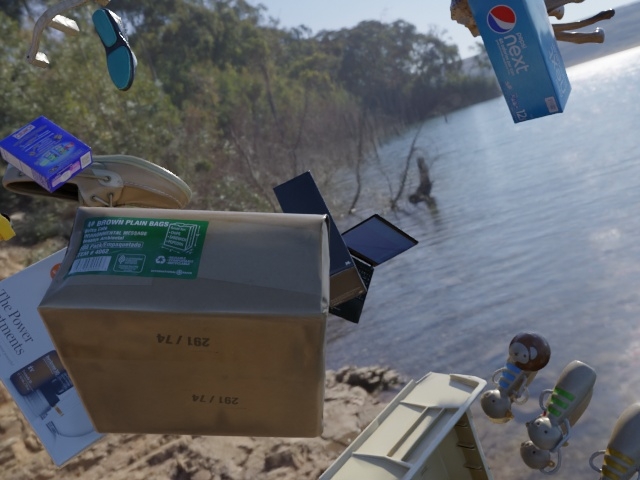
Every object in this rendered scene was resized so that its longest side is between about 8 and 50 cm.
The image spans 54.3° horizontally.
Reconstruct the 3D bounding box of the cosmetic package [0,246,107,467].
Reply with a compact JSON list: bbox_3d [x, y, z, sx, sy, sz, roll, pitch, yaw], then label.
[{"bbox_3d":[-0.508,0.222,1.283,0.284,0.377,0.097,-33,-7,-31],"label":"cosmetic package"}]

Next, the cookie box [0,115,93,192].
[{"bbox_3d":[-0.439,-0.140,1.000,0.092,0.107,0.040,-49,-13,-36],"label":"cookie box"}]

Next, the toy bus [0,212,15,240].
[{"bbox_3d":[-0.854,-0.050,1.434,0.211,0.220,0.149,-43,-25,-24],"label":"toy bus"}]

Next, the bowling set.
[{"bbox_3d":[0.294,0.226,0.874,0.154,0.200,0.287,-56,24,-7],"label":"bowling set"}]

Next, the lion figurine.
[{"bbox_3d":[0.425,-0.490,1.315,0.240,0.142,0.392,-5,23,0],"label":"lion figurine"}]

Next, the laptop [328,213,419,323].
[{"bbox_3d":[0.120,0.084,1.661,0.136,0.264,0.234,9,-13,41],"label":"laptop"}]

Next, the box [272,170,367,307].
[{"bbox_3d":[0.000,0.000,1.439,0.103,0.261,0.184,-25,-26,-1],"label":"box"}]

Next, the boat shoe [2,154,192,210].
[{"bbox_3d":[-0.421,-0.097,1.192,0.341,0.110,0.122,13,-28,-2],"label":"boat shoe"}]

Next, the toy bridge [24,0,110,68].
[{"bbox_3d":[-0.437,-0.365,1.051,0.188,0.026,0.063,-35,-16,21],"label":"toy bridge"}]

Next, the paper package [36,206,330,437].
[{"bbox_3d":[-0.149,0.116,0.823,0.324,0.309,0.168,2,45,-1],"label":"paper package"}]

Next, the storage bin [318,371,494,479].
[{"bbox_3d":[0.159,0.357,0.845,0.123,0.262,0.260,-4,23,47],"label":"storage bin"}]

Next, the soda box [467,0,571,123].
[{"bbox_3d":[0.252,-0.261,0.795,0.067,0.210,0.071,-8,33,39],"label":"soda box"}]

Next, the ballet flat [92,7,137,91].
[{"bbox_3d":[-0.450,-0.426,1.407,0.074,0.203,0.074,-22,-8,-3],"label":"ballet flat"}]
